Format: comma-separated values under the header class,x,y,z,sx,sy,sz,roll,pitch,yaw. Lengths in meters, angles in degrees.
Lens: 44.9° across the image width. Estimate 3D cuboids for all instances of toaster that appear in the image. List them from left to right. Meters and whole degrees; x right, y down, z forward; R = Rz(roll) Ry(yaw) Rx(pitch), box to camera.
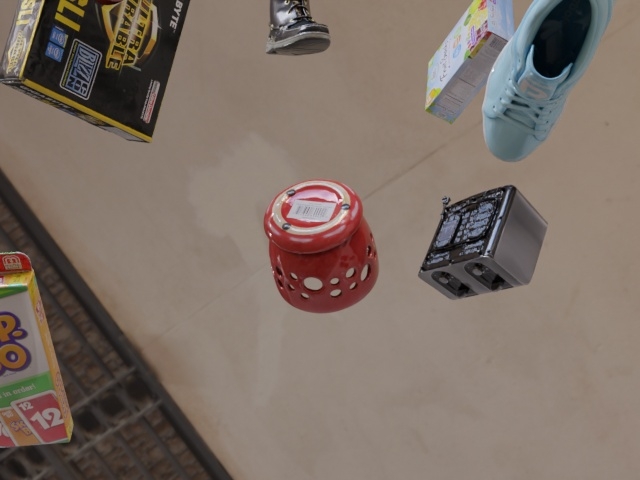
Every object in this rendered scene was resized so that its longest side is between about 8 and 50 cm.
class,x,y,z,sx,sy,sz,roll,pitch,yaw
toaster,0.270,0.003,1.293,0.168,0.110,0.186,-20,37,51

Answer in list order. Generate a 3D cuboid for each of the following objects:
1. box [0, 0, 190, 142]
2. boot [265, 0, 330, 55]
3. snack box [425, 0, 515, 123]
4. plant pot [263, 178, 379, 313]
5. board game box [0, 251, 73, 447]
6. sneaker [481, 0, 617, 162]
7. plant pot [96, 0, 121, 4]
class,x,y,z,sx,sy,sz,roll,pitch,yaw
box,-0.340,-0.350,1.226,0.079,0.322,0.257,8,-10,39
boot,-0.044,-0.427,1.391,0.085,0.179,0.236,-1,9,-20
snack box,0.285,-0.356,1.491,0.207,0.070,0.175,-54,18,42
plant pot,0.000,0.000,1.332,0.191,0.174,0.191,-6,43,6
board game box,-0.353,0.126,0.833,0.124,0.260,0.039,-3,33,-6
sneaker,0.313,-0.246,1.134,0.150,0.135,0.366,-51,-18,-43
plant pot,-0.234,-0.435,0.924,0.267,0.267,0.236,-31,38,4
